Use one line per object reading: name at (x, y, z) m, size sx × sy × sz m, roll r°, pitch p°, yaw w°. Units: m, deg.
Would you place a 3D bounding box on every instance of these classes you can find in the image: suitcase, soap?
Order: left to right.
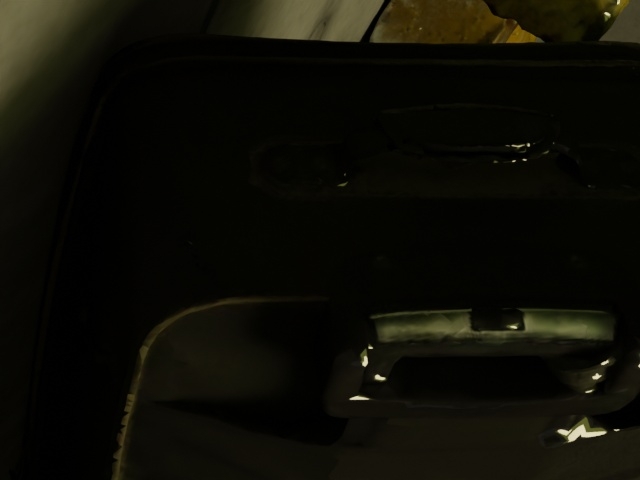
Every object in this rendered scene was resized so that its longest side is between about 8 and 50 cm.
suitcase at (0.014, 0.088, 0.869) m, size 0.434 × 0.283 × 0.194 m, roll 108°, pitch -24°, yaw -50°
soap at (0.101, -0.140, 1.329) m, size 0.160 × 0.080 × 0.257 m, roll -57°, pitch 172°, yaw -6°

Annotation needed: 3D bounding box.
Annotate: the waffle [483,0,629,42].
waffle at (0.095, -0.180, 0.878) m, size 0.211 × 0.160 × 0.055 m, roll -48°, pitch 167°, yaw -51°
